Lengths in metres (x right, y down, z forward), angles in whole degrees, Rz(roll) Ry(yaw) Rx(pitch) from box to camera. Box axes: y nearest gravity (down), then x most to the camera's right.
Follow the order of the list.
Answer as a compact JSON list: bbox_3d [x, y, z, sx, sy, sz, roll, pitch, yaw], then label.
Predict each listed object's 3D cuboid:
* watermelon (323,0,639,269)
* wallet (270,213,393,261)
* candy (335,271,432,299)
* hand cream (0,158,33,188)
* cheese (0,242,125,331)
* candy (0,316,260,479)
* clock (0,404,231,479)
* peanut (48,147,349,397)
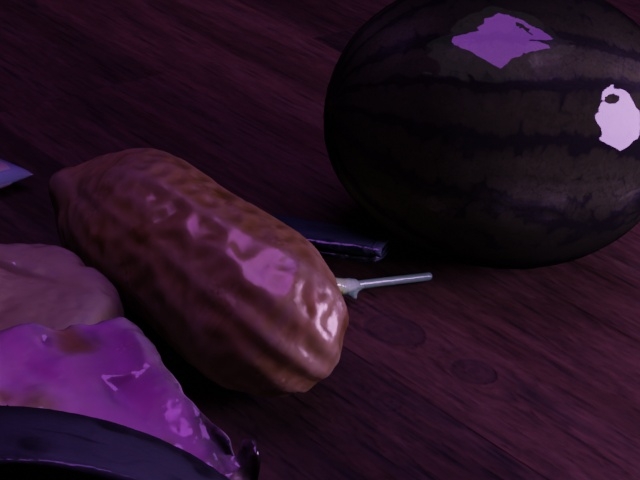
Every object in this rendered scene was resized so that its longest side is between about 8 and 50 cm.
[{"bbox_3d":[0.183,-0.111,1.414,0.359,0.279,0.279,0,30,-17],"label":"watermelon"},{"bbox_3d":[0.000,0.000,1.401,0.129,0.026,0.088,9,12,8],"label":"wallet"},{"bbox_3d":[0.030,0.039,1.340,0.194,0.062,0.058,-3,-15,-39],"label":"candy"},{"bbox_3d":[-0.349,-0.052,1.380,0.065,0.043,0.170,24,29,25],"label":"hand cream"},{"bbox_3d":[-0.251,0.085,1.113,0.159,0.093,0.263,21,29,14],"label":"cheese"},{"bbox_3d":[-0.123,0.184,0.793,0.115,0.265,0.155,-15,37,-31],"label":"candy"},{"bbox_3d":[-0.142,0.226,0.657,0.325,0.325,0.067,6,20,-8],"label":"clock"},{"bbox_3d":[-0.108,0.015,1.231,0.325,0.140,0.153,33,9,36],"label":"peanut"}]
